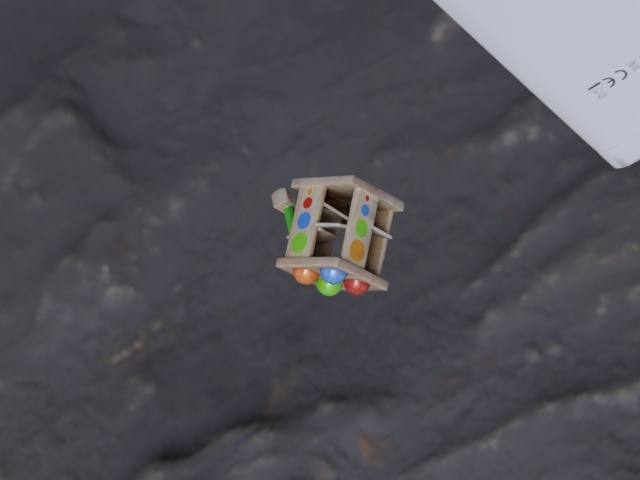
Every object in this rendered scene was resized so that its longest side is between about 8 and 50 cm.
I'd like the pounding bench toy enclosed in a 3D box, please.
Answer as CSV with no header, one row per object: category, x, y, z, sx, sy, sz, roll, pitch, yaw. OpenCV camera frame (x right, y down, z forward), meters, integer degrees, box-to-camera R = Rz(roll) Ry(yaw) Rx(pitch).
pounding bench toy,0.000,0.000,1.105,0.083,0.052,0.065,-1,71,42

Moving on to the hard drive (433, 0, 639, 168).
hard drive,0.245,-0.208,1.435,0.233,0.353,0.047,-32,47,23
